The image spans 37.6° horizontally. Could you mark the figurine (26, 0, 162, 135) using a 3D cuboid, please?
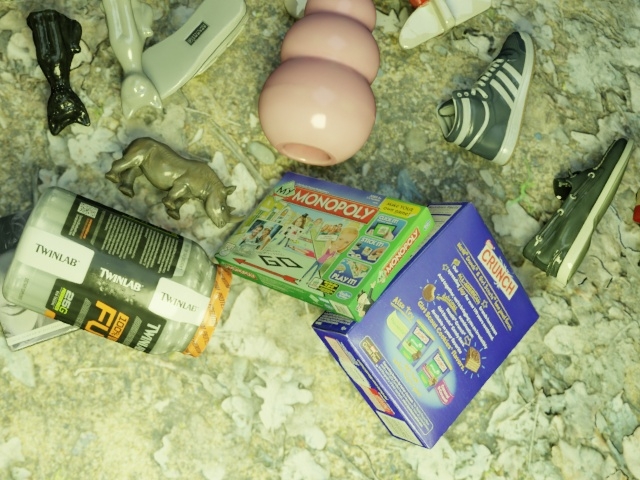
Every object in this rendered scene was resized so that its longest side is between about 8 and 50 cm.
[{"bbox_3d":[-0.382,-0.299,1.616,0.215,0.092,0.209,-11,82,4],"label":"figurine"}]

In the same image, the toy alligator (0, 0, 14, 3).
[{"bbox_3d":[-0.485,-0.471,1.684,0.190,0.051,0.056,-25,79,-20],"label":"toy alligator"}]

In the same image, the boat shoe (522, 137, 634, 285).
[{"bbox_3d":[0.479,-0.075,1.753,0.113,0.127,0.340,24,69,20],"label":"boat shoe"}]

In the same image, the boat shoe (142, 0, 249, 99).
[{"bbox_3d":[-0.233,-0.336,1.680,0.096,0.088,0.267,41,88,16],"label":"boat shoe"}]

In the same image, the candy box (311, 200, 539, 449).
[{"bbox_3d":[0.182,0.133,1.552,0.317,0.122,0.268,-44,115,-21],"label":"candy box"}]

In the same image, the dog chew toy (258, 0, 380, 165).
[{"bbox_3d":[0.012,-0.305,1.653,0.207,0.206,0.331,15,77,-9],"label":"dog chew toy"}]

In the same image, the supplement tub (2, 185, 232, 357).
[{"bbox_3d":[-0.310,0.058,1.460,0.316,0.193,0.193,22,68,-12],"label":"supplement tub"}]

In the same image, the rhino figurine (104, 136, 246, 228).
[{"bbox_3d":[-0.236,-0.095,1.609,0.243,0.073,0.106,26,71,-6],"label":"rhino figurine"}]

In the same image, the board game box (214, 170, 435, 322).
[{"bbox_3d":[0.000,0.000,1.536,0.213,0.317,0.046,-51,134,-22],"label":"board game box"}]

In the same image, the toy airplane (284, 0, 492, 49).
[{"bbox_3d":[0.159,-0.557,1.785,0.386,0.272,0.384,14,107,-18],"label":"toy airplane"}]

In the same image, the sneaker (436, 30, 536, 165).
[{"bbox_3d":[0.313,-0.293,1.794,0.153,0.099,0.282,16,72,-10],"label":"sneaker"}]

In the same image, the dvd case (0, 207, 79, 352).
[{"bbox_3d":[-0.458,0.053,1.534,0.164,0.018,0.221,-18,77,-19],"label":"dvd case"}]

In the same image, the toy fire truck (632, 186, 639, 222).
[{"bbox_3d":[0.703,0.017,1.770,0.217,0.158,0.246,16,81,-9],"label":"toy fire truck"}]
